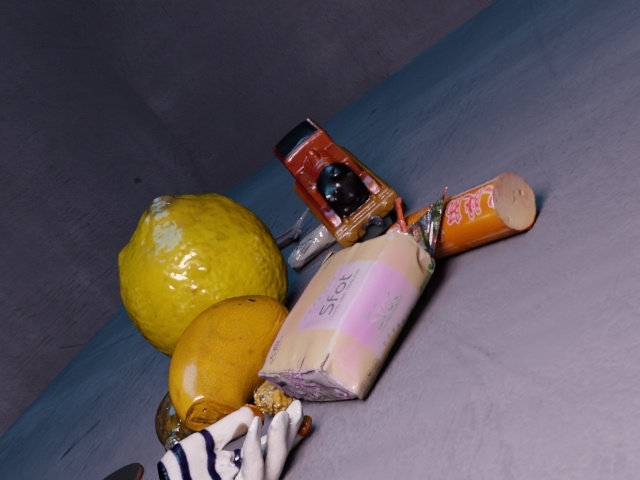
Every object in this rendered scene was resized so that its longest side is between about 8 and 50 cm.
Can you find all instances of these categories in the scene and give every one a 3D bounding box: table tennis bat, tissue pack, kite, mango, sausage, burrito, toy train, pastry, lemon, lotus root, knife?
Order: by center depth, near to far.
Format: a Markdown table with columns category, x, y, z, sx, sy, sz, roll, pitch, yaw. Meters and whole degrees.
| category | x | y | z | sx | sy | sz | roll | pitch | yaw |
| --- | --- | --- | --- | --- | --- | --- | --- | --- | --- |
| tissue pack | 0.042 | 0.122 | 1.245 | 0.215 | 0.123 | 0.256 | -21 | 34 | 57 |
| kite | 0.147 | 0.008 | 1.304 | 0.232 | 0.009 | 0.189 | -46 | 49 | 45 |
| sausage | 0.200 | -0.019 | 1.319 | 0.312 | 0.093 | 0.093 | -24 | 21 | 53 |
| pastry | -0.054 | 0.229 | 1.329 | 0.140 | 0.056 | 0.080 | -42 | 18 | -33 |
| mango | -0.155 | 0.199 | 1.427 | 0.359 | 0.187 | 0.144 | -42 | -23 | -58 |
| lotus root | -0.233 | 0.309 | 1.454 | 0.120 | 0.120 | 0.209 | -35 | 13 | 24 |
| table tennis bat | -0.454 | 0.521 | 1.592 | 0.301 | 0.022 | 0.173 | -32 | 16 | 30 |
| lemon | -0.245 | 0.072 | 1.712 | 0.350 | 0.387 | 0.350 | -20 | 20 | 7 |
| toy train | 0.029 | -0.126 | 1.769 | 0.163 | 0.231 | 0.369 | -42 | 30 | 2 |
| burrito | -0.001 | 0.000 | 1.924 | 0.203 | 0.064 | 0.064 | -38 | 13 | 17 |
| knife | -0.119 | 0.002 | 2.274 | 0.278 | 0.053 | 0.123 | -30 | 21 | 43 |

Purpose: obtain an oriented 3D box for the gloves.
| category | x | y | z | sx | sy | sz | roll | pitch | yaw |
| --- | --- | --- | --- | --- | --- | --- | --- | --- | --- |
| gloves | -0.107 | 0.305 | 1.127 | 0.219 | 0.131 | 0.140 | -13 | 0 | -22 |
